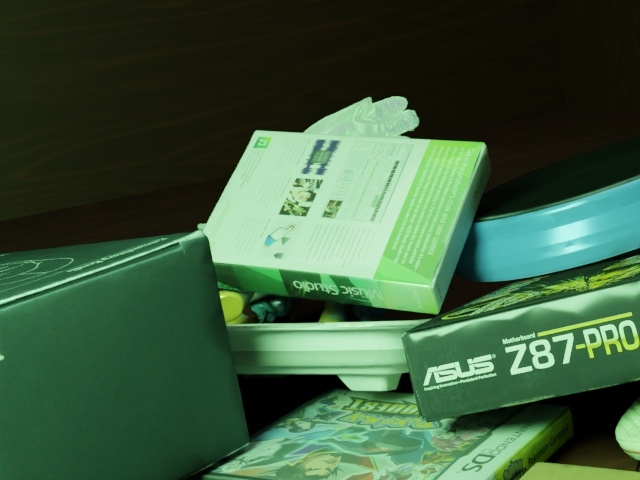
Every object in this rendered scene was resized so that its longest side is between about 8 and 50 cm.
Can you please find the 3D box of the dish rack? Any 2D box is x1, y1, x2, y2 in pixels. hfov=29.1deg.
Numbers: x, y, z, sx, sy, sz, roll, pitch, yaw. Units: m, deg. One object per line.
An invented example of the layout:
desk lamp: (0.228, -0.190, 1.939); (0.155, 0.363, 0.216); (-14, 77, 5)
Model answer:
dish rack: (-0.006, 0.121, 1.338); (0.333, 0.072, 0.285); (-2, -3, 24)

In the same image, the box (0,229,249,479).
box: (-0.317, 0.136, 1.139); (0.395, 0.212, 0.293); (-6, 9, 39)

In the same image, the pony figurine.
pony figurine: (0.000, 0.000, 1.688); (0.351, 0.303, 0.363); (-15, 26, 2)

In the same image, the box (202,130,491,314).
box: (0.025, -0.030, 1.506); (0.322, 0.058, 0.232); (5, 51, 27)

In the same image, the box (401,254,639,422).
box: (0.294, 0.072, 1.211); (0.318, 0.097, 0.395); (-13, -1, 25)

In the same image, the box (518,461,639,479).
box: (0.202, 0.222, 0.940); (0.164, 0.021, 0.201); (0, 13, 33)

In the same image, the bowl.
bowl: (0.344, -0.053, 1.553); (0.391, 0.077, 0.391); (-20, 7, 3)

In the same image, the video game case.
video game case: (0.059, 0.196, 1.132); (0.275, 0.035, 0.248); (0, 13, 34)

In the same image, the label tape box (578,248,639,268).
label tape box: (0.491, 0.008, 1.627); (0.240, 0.106, 0.334); (-9, 10, -1)

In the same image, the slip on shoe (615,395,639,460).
slip on shoe: (0.375, 0.160, 0.970); (0.331, 0.101, 0.123); (-7, 29, 50)
